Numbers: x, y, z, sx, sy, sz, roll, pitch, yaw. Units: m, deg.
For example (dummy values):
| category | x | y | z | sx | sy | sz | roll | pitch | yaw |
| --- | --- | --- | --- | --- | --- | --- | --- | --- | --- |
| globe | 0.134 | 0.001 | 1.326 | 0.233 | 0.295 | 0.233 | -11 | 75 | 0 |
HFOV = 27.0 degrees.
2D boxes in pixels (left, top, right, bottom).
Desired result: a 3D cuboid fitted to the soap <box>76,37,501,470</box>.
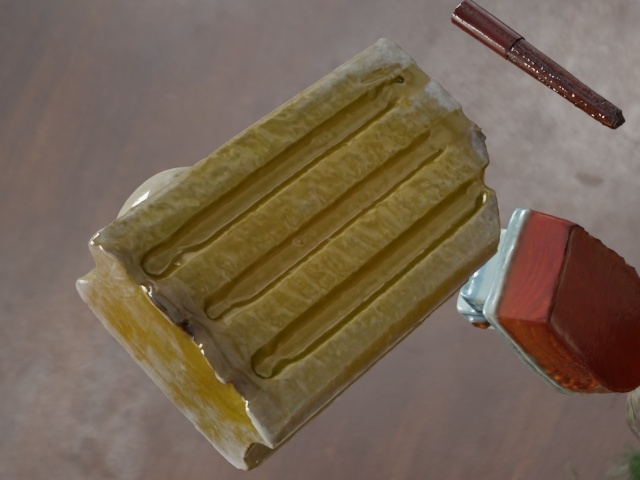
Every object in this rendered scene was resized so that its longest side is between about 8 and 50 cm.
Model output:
| category | x | y | z | sx | sy | sz | roll | pitch | yaw |
| --- | --- | --- | --- | --- | --- | --- | --- | --- | --- |
| soap | 0.000 | 0.000 | 0.728 | 0.140 | 0.073 | 0.232 | 47 | 58 | 7 |

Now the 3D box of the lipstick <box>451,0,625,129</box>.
| category | x | y | z | sx | sy | sz | roll | pitch | yaw |
| --- | --- | --- | --- | --- | --- | --- | --- | --- | --- |
| lipstick | 0.179 | -0.145 | 1.106 | 0.176 | 0.027 | 0.027 | 42 | 97 | 28 |

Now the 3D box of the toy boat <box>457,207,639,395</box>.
| category | x | y | z | sx | sy | sz | roll | pitch | yaw |
| --- | --- | --- | --- | --- | --- | --- | --- | --- | --- |
| toy boat | 0.240 | 0.076 | 1.355 | 0.133 | 0.332 | 0.145 | 8 | 74 | 35 |

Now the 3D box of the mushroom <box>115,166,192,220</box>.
| category | x | y | z | sx | sy | sz | roll | pitch | yaw |
| --- | --- | --- | --- | --- | --- | --- | --- | --- | --- |
| mushroom | -0.101 | 0.012 | 1.129 | 0.122 | 0.154 | 0.154 | -4 | 82 | 48 |

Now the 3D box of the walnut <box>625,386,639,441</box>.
| category | x | y | z | sx | sy | sz | roll | pitch | yaw |
| --- | --- | --- | --- | --- | --- | --- | --- | --- | --- |
| walnut | 0.449 | 0.193 | 1.512 | 0.224 | 0.224 | 0.224 | -2 | 84 | 16 |
